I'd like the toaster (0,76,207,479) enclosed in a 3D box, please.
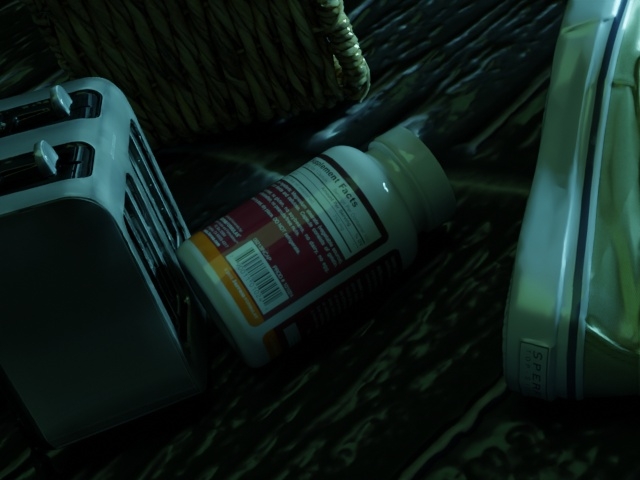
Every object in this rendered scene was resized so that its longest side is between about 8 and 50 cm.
[{"bbox_3d":[-0.143,0.015,0.648,0.110,0.186,0.168,-19,30,4],"label":"toaster"}]

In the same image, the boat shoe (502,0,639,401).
[{"bbox_3d":[0.167,-0.039,0.604,0.094,0.109,0.302,8,55,15],"label":"boat shoe"}]

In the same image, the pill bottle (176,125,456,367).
[{"bbox_3d":[0.000,0.000,0.646,0.152,0.086,0.086,-33,38,-11],"label":"pill bottle"}]

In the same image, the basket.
[{"bbox_3d":[-0.095,-0.243,0.816,0.223,0.299,0.213,-13,37,19],"label":"basket"}]
